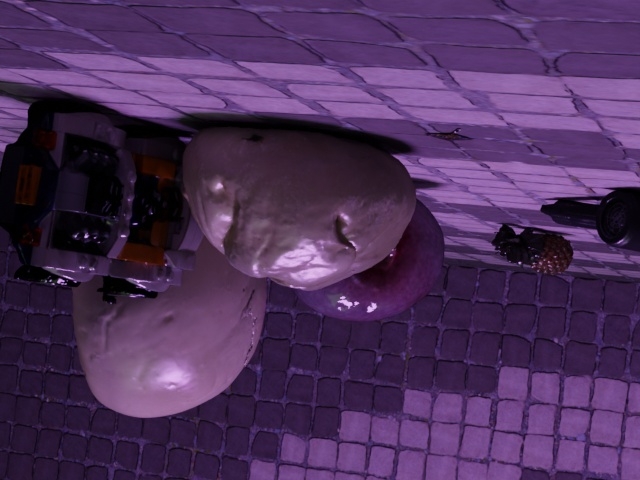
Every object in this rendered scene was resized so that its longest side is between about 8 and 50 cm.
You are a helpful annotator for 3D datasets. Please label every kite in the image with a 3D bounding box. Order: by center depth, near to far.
[{"bbox_3d":[0.128,-0.097,1.334,0.044,0.002,0.078,8,177,-25],"label":"kite"}]

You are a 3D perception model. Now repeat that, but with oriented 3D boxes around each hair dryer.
[{"bbox_3d":[0.334,-0.026,1.719,0.128,0.070,0.255,9,180,-32],"label":"hair dryer"}]

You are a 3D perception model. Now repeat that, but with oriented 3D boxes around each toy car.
[{"bbox_3d":[-0.222,-0.033,1.474,0.118,0.193,0.301,6,176,22],"label":"toy car"}]

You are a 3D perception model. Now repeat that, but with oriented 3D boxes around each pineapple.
[{"bbox_3d":[0.339,0.013,2.314,0.159,0.074,0.074,13,173,-42],"label":"pineapple"}]

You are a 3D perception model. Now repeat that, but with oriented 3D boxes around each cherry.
[{"bbox_3d":[0.045,0.009,1.815,0.213,0.183,0.266,17,-171,-21],"label":"cherry"}]

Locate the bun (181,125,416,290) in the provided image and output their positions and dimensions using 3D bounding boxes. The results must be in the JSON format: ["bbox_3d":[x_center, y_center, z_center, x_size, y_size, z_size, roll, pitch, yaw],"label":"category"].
[{"bbox_3d":[-0.024,-0.028,1.491,0.259,0.160,0.259,4,176,0],"label":"bun"}]

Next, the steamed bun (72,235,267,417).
[{"bbox_3d":[-0.179,0.060,1.787,0.233,0.312,0.334,-4,161,2],"label":"steamed bun"}]
